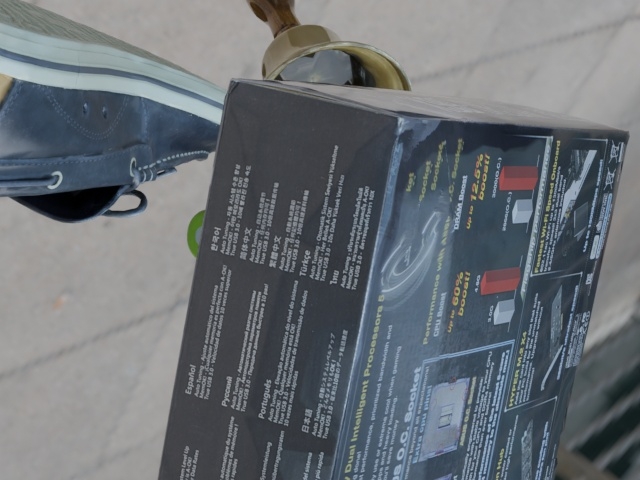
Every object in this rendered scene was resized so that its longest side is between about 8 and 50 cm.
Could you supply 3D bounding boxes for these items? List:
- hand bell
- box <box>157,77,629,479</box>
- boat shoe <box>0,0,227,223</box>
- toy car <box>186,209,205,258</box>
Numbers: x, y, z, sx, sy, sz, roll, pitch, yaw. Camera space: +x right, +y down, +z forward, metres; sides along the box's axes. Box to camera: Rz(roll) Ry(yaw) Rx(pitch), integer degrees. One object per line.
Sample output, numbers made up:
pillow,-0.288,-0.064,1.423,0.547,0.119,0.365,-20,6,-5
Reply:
hand bell,-0.023,-0.161,1.262,0.126,0.242,0.126,-9,130,-11
box,0.027,0.094,0.675,0.242,0.077,0.307,-5,108,-61
boat shoe,-0.213,-0.102,1.362,0.156,0.187,0.500,-68,164,7
toy car,0.000,0.000,1.532,0.188,0.149,0.155,-31,162,33
